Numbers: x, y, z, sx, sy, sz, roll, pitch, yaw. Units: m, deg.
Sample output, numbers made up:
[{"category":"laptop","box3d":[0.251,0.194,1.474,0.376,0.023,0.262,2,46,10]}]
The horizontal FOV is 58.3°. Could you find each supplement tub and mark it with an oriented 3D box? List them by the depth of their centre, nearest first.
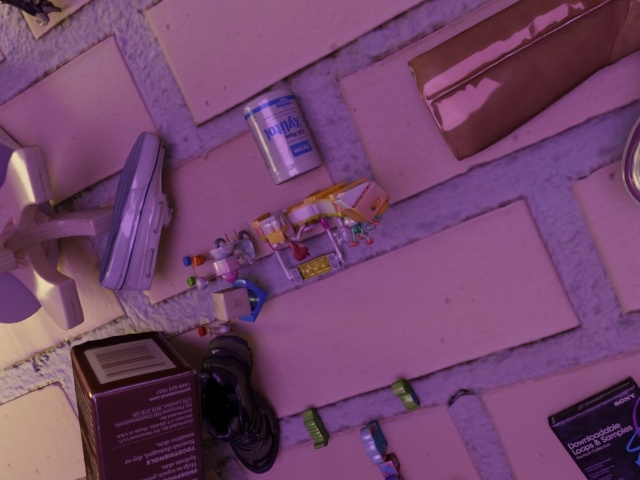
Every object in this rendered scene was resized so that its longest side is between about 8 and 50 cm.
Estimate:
[{"category":"supplement tub","box3d":[-0.048,-0.132,0.732,0.071,0.071,0.107,-23,94,20]}]

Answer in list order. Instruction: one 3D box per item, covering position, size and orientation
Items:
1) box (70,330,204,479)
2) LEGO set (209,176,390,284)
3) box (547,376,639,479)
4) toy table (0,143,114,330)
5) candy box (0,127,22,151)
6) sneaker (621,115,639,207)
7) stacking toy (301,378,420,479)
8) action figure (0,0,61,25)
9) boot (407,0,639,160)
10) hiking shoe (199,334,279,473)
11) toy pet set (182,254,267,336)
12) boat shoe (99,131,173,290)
[{"category":"box","box3d":[-0.253,0.343,0.816,0.191,0.143,0.381,18,111,58]},{"category":"LEGO set","box3d":[0.000,0.000,0.713,0.287,0.132,0.107,-17,102,42]},{"category":"box","box3d":[0.377,0.263,0.705,0.116,0.029,0.162,-37,88,21]},{"category":"toy table","box3d":[-0.413,-0.002,0.799,0.161,0.252,0.274,8,126,31]},{"category":"candy box","box3d":[-0.576,-0.111,0.900,0.165,0.070,0.196,41,110,5]},{"category":"sneaker","box3d":[0.401,-0.171,0.552,0.114,0.152,0.305,45,130,46]},{"category":"stacking toy","box3d":[0.089,0.313,0.793,0.167,0.052,0.221,-26,92,20]},{"category":"action figure","box3d":[-0.401,-0.372,0.759,0.276,0.141,0.164,-12,100,3]},{"category":"boot","box3d":[0.215,-0.250,0.618,0.270,0.089,0.236,-27,92,22]},{"category":"hiking shoe","box3d":[-0.125,0.252,0.803,0.086,0.114,0.226,-10,111,19]},{"category":"toy pet set","box3d":[-0.134,0.075,0.821,0.114,0.065,0.122,-3,99,53]},{"category":"boat shoe","box3d":[-0.251,-0.038,0.817,0.083,0.076,0.226,25,99,57]}]
